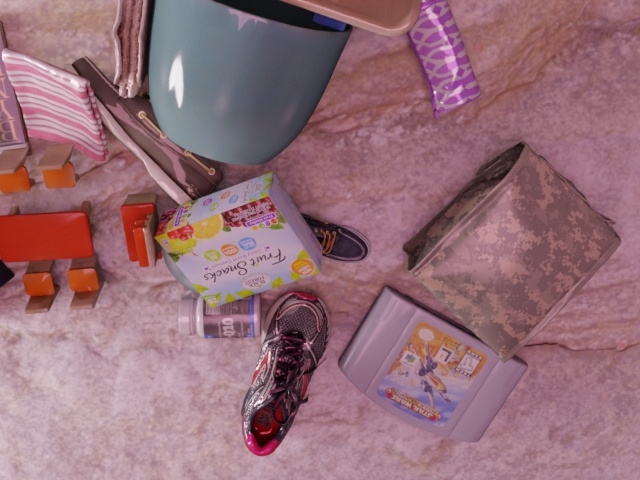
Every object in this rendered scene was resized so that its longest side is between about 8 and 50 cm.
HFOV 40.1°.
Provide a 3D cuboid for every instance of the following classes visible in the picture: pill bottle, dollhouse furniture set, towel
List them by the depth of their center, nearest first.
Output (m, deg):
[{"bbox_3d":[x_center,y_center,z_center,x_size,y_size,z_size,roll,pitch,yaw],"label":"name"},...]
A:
[{"bbox_3d":[-0.269,-0.368,1.303,0.049,0.187,0.282,8,114,-8],"label":"towel"},{"bbox_3d":[-0.410,-0.205,1.363,0.144,0.197,0.029,20,60,8],"label":"towel"},{"bbox_3d":[-0.390,-0.010,1.406,0.259,0.135,0.262,-5,116,-1],"label":"dollhouse furniture set"},{"bbox_3d":[-0.171,0.129,1.503,0.137,0.078,0.078,-1,104,-1],"label":"pill bottle"}]

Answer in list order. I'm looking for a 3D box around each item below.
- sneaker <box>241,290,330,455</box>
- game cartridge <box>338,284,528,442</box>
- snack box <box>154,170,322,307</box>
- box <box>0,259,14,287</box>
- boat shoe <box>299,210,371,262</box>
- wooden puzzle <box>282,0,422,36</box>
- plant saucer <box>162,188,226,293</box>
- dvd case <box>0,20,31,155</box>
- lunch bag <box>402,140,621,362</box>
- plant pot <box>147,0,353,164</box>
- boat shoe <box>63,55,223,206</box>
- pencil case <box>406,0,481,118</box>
[{"bbox_3d":[-0.057,0.232,1.515,0.121,0.112,0.299,14,102,-5],"label":"sneaker"},{"bbox_3d":[0.193,0.231,1.552,0.297,0.062,0.198,28,97,-8],"label":"game cartridge"},{"bbox_3d":[-0.126,0.003,1.389,0.207,0.070,0.174,-17,128,20],"label":"snack box"},{"bbox_3d":[-0.632,0.054,1.465,0.158,0.093,0.156,-36,102,6],"label":"box"},{"bbox_3d":[0.000,0.000,1.473,0.183,0.083,0.065,21,102,-7],"label":"boat shoe"},{"bbox_3d":[-0.020,-0.421,1.259,0.348,0.322,0.080,14,140,-2],"label":"wooden puzzle"},{"bbox_3d":[-0.177,0.010,1.495,0.195,0.037,0.195,0,104,-1],"label":"plant saucer"},{"bbox_3d":[-0.579,-0.235,1.434,0.164,0.018,0.221,-8,104,0],"label":"dvd case"},{"bbox_3d":[0.315,0.008,1.442,0.235,0.169,0.287,43,103,-10],"label":"lunch bag"},{"bbox_3d":[-0.125,-0.255,1.316,0.293,0.293,0.235,16,114,-5],"label":"plant pot"},{"bbox_3d":[-0.285,-0.182,1.413,0.091,0.109,0.305,-43,97,-8],"label":"boat shoe"},{"bbox_3d":[0.185,-0.307,1.402,0.088,0.086,0.206,-28,103,-8],"label":"pencil case"}]
